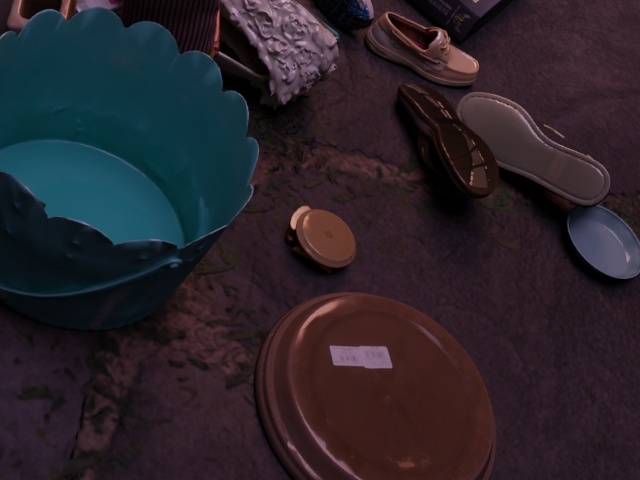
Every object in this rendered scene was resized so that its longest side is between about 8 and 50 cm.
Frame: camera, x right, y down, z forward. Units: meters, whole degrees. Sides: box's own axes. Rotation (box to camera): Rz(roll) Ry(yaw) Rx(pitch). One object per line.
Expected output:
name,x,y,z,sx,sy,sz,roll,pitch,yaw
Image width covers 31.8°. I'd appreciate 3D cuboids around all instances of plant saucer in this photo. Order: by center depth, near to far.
plant saucer,0.067,0.164,1.153,0.277,0.041,0.278,15,49,-18
plant saucer,0.368,0.005,1.470,0.119,0.021,0.119,16,49,-20

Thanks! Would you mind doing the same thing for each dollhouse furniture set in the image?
dollhouse furniture set,-0.273,-0.279,1.142,0.374,0.201,0.152,8,55,-7

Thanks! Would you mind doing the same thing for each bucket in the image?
bucket,-0.212,-0.060,1.067,0.281,0.183,0.281,16,48,-19

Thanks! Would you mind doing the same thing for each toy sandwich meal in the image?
toy sandwich meal,0.000,0.000,1.254,0.085,0.029,0.086,19,48,-23

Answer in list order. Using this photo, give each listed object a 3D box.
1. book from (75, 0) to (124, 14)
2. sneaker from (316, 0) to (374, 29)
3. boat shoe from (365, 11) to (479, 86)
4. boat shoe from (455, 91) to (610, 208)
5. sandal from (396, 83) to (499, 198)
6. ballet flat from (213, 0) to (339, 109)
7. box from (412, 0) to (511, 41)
book,-0.261,-0.315,1.348,0.096,0.035,0.144,49,47,8
sneaker,0.019,-0.366,1.532,0.083,0.071,0.191,-22,69,-47
boat shoe,0.147,-0.261,1.527,0.170,0.059,0.063,17,48,-19
boat shoe,0.279,-0.117,1.483,0.227,0.081,0.068,36,9,15
sandal,0.152,-0.120,1.424,0.090,0.060,0.219,2,40,-36
ballet flat,-0.156,-0.310,1.320,0.409,0.147,0.147,40,45,-6
box,0.203,-0.411,1.680,0.183,0.059,0.232,41,44,5
